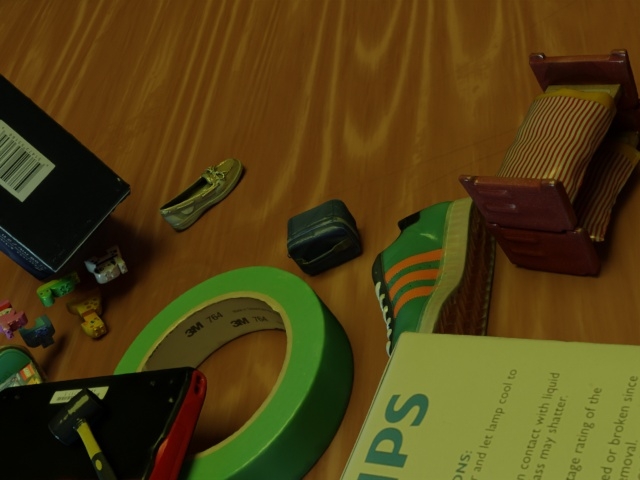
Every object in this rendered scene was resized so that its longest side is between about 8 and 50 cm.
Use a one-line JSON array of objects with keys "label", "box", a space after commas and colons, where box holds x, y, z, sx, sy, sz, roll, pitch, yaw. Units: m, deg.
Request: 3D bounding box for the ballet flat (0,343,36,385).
[{"label": "ballet flat", "box": [-0.529, 0.288, 1.290, 0.316, 0.107, 0.106, -52, 20, -26]}]

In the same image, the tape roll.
[{"label": "tape roll", "box": [-0.118, 0.178, 1.076, 0.321, 0.077, 0.321, -22, 40, 20]}]

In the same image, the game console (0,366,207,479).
[{"label": "game console", "box": [-0.319, 0.310, 1.020, 0.386, 0.060, 0.342, -11, 43, 35]}]

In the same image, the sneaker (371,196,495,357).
[{"label": "sneaker", "box": [0.112, 0.074, 0.984, 0.121, 0.108, 0.302, -12, 36, 31]}]

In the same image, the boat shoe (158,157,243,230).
[{"label": "boat shoe", "box": [-0.189, -0.082, 1.424, 0.153, 0.048, 0.056, -42, 38, -5]}]

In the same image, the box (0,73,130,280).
[{"label": "box", "box": [-0.487, -0.095, 1.401, 0.183, 0.296, 0.294, -52, 13, -17]}]

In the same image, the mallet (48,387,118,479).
[{"label": "mallet", "box": [-0.249, 0.235, 0.957, 0.062, 0.039, 0.190, -40, 38, 1]}]

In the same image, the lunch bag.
[{"label": "lunch bag", "box": [0.000, 0.000, 1.172, 0.098, 0.067, 0.065, -25, 39, 17]}]

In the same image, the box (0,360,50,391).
[{"label": "box", "box": [-0.401, 0.247, 1.228, 0.094, 0.027, 0.137, -39, 62, -2]}]

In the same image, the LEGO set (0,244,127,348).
[{"label": "LEGO set", "box": [-0.377, 0.109, 1.339, 0.227, 0.087, 0.093, -30, 41, -22]}]

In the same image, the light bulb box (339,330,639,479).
[{"label": "light bulb box", "box": [0.229, 0.246, 0.499, 0.361, 0.358, 0.225, -1, 48, 39]}]

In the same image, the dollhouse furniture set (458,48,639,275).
[{"label": "dollhouse furniture set", "box": [0.361, -0.078, 0.895, 0.374, 0.152, 0.201, 6, 55, 42]}]
